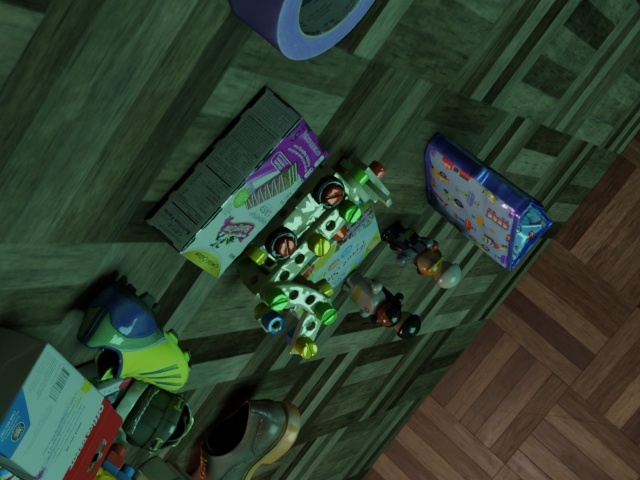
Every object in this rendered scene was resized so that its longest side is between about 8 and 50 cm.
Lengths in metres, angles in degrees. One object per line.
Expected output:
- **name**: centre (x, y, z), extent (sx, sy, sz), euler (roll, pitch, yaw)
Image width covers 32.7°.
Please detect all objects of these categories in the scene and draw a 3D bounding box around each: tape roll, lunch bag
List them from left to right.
- **tape roll**: centre (-0.007, -0.298, 1.203), extent (0.189, 0.080, 0.189), euler (-41, 159, -20)
- **lunch bag**: centre (0.304, -0.086, 2.056), extent (0.138, 0.221, 0.293), euler (-49, 161, 0)

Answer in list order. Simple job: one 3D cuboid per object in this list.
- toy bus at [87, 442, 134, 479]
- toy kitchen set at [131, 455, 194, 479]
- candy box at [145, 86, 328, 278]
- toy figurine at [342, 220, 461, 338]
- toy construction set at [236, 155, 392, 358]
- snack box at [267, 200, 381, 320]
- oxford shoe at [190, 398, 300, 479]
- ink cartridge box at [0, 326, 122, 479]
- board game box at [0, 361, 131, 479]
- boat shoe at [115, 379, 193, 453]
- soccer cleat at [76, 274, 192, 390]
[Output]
- **toy bus**: centre (-0.372, 0.416, 1.678), extent (0.220, 0.149, 0.211), euler (-26, -151, 46)
- **toy kitchen set**: centre (-0.318, 0.522, 2.022), extent (0.207, 0.122, 0.166), euler (-46, 161, -6)
- **candy box**: centre (-0.104, -0.070, 1.438), extent (0.233, 0.071, 0.159), euler (-48, 161, -1)
- **toy figurine**: centre (0.168, 0.084, 2.196), extent (0.213, 0.148, 0.209), euler (-49, 161, 3)
- **toy construction set**: centre (0.000, 0.000, 1.662), extent (0.215, 0.151, 0.328), euler (43, 75, -41)
- **snack box**: centre (0.004, 0.022, 1.846), extent (0.207, 0.070, 0.174), euler (-44, 160, -9)
- **oxford shoe**: centre (-0.200, 0.431, 2.168), extent (0.132, 0.130, 0.364), euler (24, 118, -36)
- **ink cartridge box**: centre (-0.341, 0.221, 1.336), extent (0.134, 0.078, 0.231), euler (-65, 154, -24)
- **board game box**: centre (-0.407, 0.278, 1.473), extent (0.305, 0.053, 0.193), euler (-20, 146, -54)
- **boat shoe**: centre (-0.251, 0.281, 1.696), extent (0.109, 0.091, 0.305), euler (-58, 174, -12)
- **soccer cleat**: centre (-0.257, 0.150, 1.489), extent (0.121, 0.093, 0.289), euler (-50, 157, -17)
